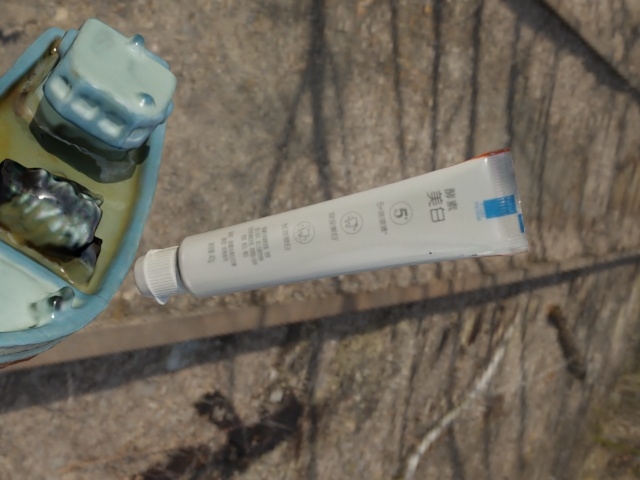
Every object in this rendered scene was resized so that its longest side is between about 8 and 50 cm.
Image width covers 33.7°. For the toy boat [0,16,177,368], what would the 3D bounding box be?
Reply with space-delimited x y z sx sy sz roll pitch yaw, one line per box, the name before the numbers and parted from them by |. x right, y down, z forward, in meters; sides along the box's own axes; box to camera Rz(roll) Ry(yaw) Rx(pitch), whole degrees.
toy boat | -0.178 -0.039 0.703 0.133 0.145 0.331 -43 -157 35

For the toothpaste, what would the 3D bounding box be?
toothpaste | 0.000 0.000 0.497 0.031 0.191 0.048 15 64 -69
